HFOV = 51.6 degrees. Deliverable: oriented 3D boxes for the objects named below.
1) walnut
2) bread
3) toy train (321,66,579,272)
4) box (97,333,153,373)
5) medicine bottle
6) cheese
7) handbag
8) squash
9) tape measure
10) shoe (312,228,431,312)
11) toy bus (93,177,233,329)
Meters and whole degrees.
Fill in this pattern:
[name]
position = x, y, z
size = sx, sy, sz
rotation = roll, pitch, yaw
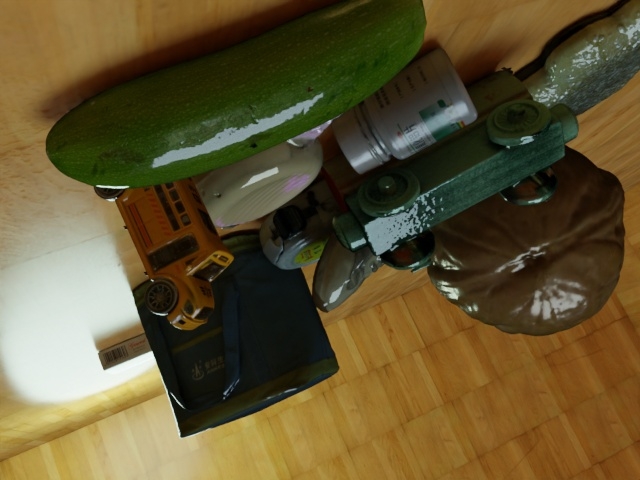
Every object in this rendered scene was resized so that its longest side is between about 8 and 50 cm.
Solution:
[walnut]
position = 0.299, -0.017, 0.989
size = 0.333, 0.333, 0.333
rotation = -23, 168, -5
[bread]
position = 0.329, -0.210, 0.840
size = 0.207, 0.056, 0.286
rotation = -25, 167, -3
[toy train]
position = 0.133, -0.088, 0.740
size = 0.285, 0.177, 0.116
rotation = -29, 132, -1
[box]
position = -0.372, 0.226, 1.367
size = 0.152, 0.048, 0.100
rotation = -24, 170, -12
[medicine bottle]
position = 0.081, -0.124, 0.656
size = 0.130, 0.080, 0.080
rotation = -29, 167, 16
[cheese]
position = -0.042, -0.084, 0.635
size = 0.137, 0.064, 0.227
rotation = -16, 167, -47
[handbag]
position = -0.128, 0.142, 1.008
size = 0.263, 0.241, 0.222
rotation = -30, 166, 23
[squash]
position = -0.052, -0.104, 0.482
size = 0.292, 0.082, 0.082
rotation = -23, 168, -7
[tape measure]
position = 0.001, -0.001, 0.990
size = 0.164, 0.084, 0.330
rotation = -22, 164, -2
[shoe]
position = 0.089, -0.018, 0.827
size = 0.275, 0.098, 0.103
rotation = -53, 155, -5
[toy bus]
position = -0.127, -0.007, 0.565
size = 0.074, 0.162, 0.069
rotation = -28, 168, 3
